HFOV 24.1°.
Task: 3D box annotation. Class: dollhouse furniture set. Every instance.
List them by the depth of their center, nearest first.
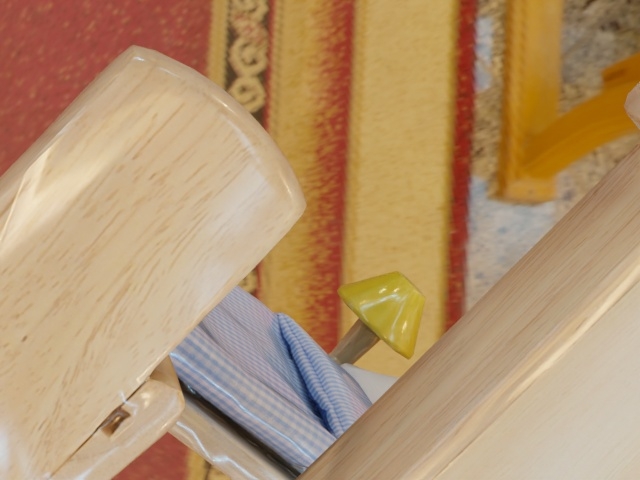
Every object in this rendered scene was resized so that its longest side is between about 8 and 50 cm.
[{"bbox_3d":[0.000,0.000,0.490,0.198,0.303,0.286,-45,116,6],"label":"dollhouse furniture set"}]
